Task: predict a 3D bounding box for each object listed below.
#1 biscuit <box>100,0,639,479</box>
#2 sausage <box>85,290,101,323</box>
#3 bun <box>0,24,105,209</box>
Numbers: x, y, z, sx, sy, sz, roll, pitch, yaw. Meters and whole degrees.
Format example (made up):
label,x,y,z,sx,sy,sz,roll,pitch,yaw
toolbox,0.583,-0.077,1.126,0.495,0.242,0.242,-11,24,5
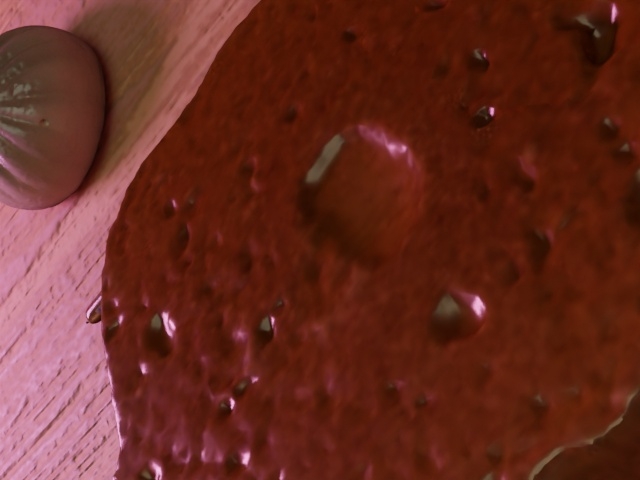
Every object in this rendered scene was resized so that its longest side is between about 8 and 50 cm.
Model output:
label,x,y,z,sx,sy,sz,roll,pitch,yaw
biscuit,0.048,-0.028,0.513,0.455,0.078,0.350,-56,37,5
sausage,-0.134,0.026,0.782,0.100,0.015,0.015,-46,56,29
bun,-0.227,-0.094,0.832,0.138,0.094,0.138,-10,75,40
